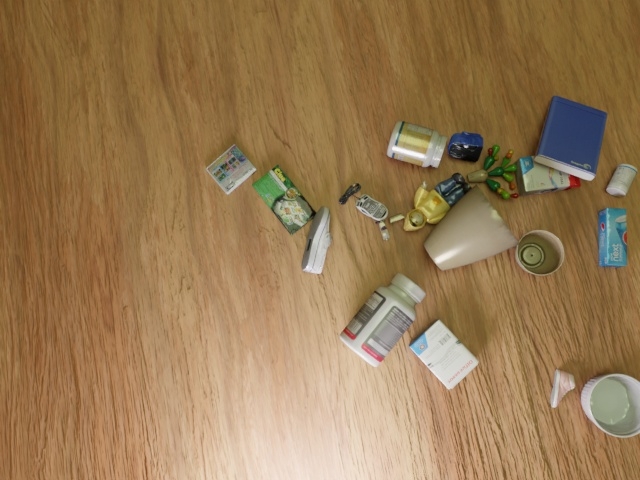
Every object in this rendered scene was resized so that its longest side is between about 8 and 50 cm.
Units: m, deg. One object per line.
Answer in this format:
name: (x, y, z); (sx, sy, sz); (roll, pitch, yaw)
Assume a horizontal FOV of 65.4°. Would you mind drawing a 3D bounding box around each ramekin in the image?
ramekin: (1.005, 0.556, 1.713); (0.207, 0.109, 0.207); (-1, 82, 5)

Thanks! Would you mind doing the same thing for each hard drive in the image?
hard drive: (0.928, -0.385, 1.843); (0.210, 0.040, 0.318); (22, 63, 8)

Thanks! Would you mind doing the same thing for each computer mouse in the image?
computer mouse: (0.174, -0.137, 1.931); (0.193, 0.042, 0.106); (37, 81, 15)

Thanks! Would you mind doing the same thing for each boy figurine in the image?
boy figurine: (0.423, -0.141, 1.882); (0.285, 0.092, 0.177); (-35, 89, -3)

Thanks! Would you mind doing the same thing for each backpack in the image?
backpack: (0.549, -0.361, 1.905); (0.120, 0.098, 0.101); (7, 53, 6)

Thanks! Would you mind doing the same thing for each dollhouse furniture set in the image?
dollhouse furniture set: (0.279, -0.049, 1.893); (0.114, 0.091, 0.081); (-20, 95, -1)

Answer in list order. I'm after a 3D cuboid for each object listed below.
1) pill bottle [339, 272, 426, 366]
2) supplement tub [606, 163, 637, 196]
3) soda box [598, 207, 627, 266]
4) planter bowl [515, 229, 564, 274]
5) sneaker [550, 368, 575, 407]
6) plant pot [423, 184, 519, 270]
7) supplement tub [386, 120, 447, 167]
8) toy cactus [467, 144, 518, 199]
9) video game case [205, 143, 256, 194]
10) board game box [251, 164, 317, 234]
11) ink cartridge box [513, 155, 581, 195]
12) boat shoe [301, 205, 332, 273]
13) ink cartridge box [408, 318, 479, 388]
pill bottle: (0.230, 0.277, 1.791); (0.176, 0.176, 0.318); (39, 87, 9)
supplement tub: (1.113, -0.223, 1.843); (0.071, 0.071, 0.107); (28, 86, 9)
soda box: (1.064, -0.010, 1.816); (0.071, 0.067, 0.210); (3, 82, 6)
planter bowl: (0.781, 0.050, 1.811); (0.162, 0.109, 0.162); (-1, 81, 6)
sneaker: (0.858, 0.528, 1.759); (0.070, 0.051, 0.134); (13, 78, 12)
plant pot: (0.519, -0.018, 1.793); (0.274, 0.256, 0.256); (-36, 79, 16)
supplement tub: (0.365, -0.362, 1.894); (0.200, 0.144, 0.144); (18, 83, 7)
toy cactus: (0.650, -0.251, 1.883); (0.181, 0.112, 0.218); (-11, 89, 13)
video game case: (-0.360, -0.287, 2.012); (0.157, 0.019, 0.143); (-41, 80, -1)
board game box: (-0.141, -0.160, 1.968); (0.136, 0.030, 0.259); (-38, 80, 1)
ink cartridge box: (0.860, -0.252, 1.866); (0.231, 0.078, 0.134); (-8, 81, 3)
boat shoe: (0.000, 0.000, 1.908); (0.084, 0.095, 0.258); (18, 90, -23)
ink cartridge box: (0.441, 0.407, 1.798); (0.148, 0.086, 0.203); (-42, 81, -2)
